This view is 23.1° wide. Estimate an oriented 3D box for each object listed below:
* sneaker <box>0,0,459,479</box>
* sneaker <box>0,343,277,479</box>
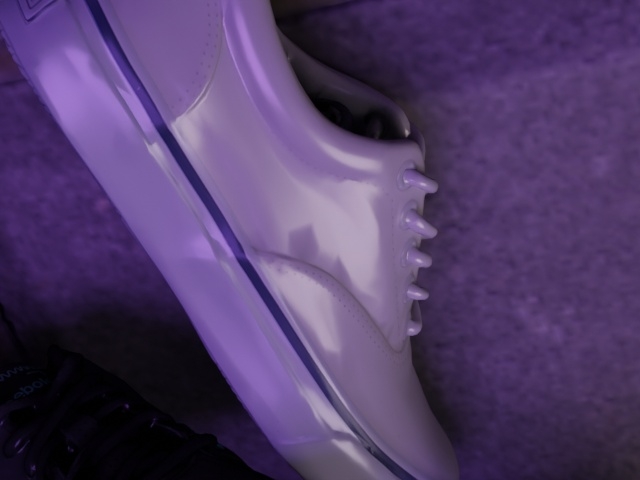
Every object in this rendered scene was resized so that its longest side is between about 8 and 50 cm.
[{"bbox_3d":[0.000,0.000,0.514,0.091,0.094,0.258,-29,125,6],"label":"sneaker"},{"bbox_3d":[-0.085,0.097,0.553,0.267,0.101,0.106,-8,110,53],"label":"sneaker"}]
